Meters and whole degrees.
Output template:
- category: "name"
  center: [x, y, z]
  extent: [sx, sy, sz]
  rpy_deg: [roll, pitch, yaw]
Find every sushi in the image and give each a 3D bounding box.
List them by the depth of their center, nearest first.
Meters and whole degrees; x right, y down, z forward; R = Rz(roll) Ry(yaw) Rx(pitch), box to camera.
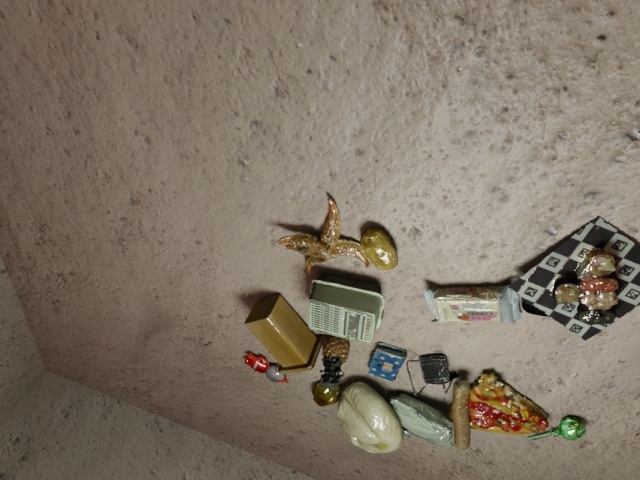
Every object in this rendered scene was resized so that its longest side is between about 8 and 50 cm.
- category: "sushi"
  center: [0.808, 0.147, 1.342]
  extent: [0.320, 0.069, 0.339]
  rpy_deg: [36, 122, -5]

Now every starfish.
- category: "starfish"
  center: [-0.019, 0.014, 1.594]
  extent: [0.293, 0.084, 0.301]
  rpy_deg: [-15, 128, 30]

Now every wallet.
- category: "wallet"
  center: [0.285, 0.533, 1.973]
  extent: [0.141, 0.059, 0.202]
  rpy_deg: [18, 135, 7]

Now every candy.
- category: "candy"
  center: [1.014, 0.843, 1.975]
  extent: [0.097, 0.097, 0.323]
  rpy_deg: [26, 143, -3]

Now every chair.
- category: "chair"
  center: [0.477, 0.544, 1.884]
  extent: [0.140, 0.221, 0.145]
  rpy_deg: [-16, 81, 33]

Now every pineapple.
- category: "pineapple"
  center: [0.051, 0.520, 1.919]
  extent: [0.128, 0.248, 0.128]
  rpy_deg: [9, 132, 9]

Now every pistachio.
- category: "pistachio"
  center: [0.024, 0.761, 2.256]
  extent: [0.189, 0.100, 0.110]
  rpy_deg: [-20, 98, 38]

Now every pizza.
- category: "pizza"
  center: [0.716, 0.706, 1.921]
  extent: [0.439, 0.130, 0.406]
  rpy_deg: [-7, 130, 27]

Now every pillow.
- category: "pillow"
  center: [0.469, 0.845, 2.099]
  extent: [0.310, 0.138, 0.283]
  rpy_deg: [17, 147, 33]

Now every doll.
- category: "doll"
  center: [-0.267, 0.649, 2.285]
  extent: [0.245, 0.076, 0.142]
  rpy_deg: [27, 136, 1]

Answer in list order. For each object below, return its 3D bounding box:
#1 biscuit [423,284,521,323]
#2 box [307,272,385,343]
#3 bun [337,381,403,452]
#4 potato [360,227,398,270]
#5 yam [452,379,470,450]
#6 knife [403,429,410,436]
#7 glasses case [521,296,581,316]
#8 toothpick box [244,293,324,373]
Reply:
- category: "biscuit"
  center: [0.529, 0.221, 1.578]
  extent: [0.309, 0.079, 0.186]
  rpy_deg: [-3, 132, 25]
- category: "box"
  center: [0.094, 0.252, 1.709]
  extent: [0.290, 0.166, 0.221]
  rpy_deg: [12, 134, 11]
- category: "bun"
  center: [0.213, 0.842, 2.109]
  extent: [0.365, 0.219, 0.365]
  rpy_deg: [42, 157, 23]
- category: "potato"
  center: [0.198, 0.030, 1.528]
  extent: [0.107, 0.080, 0.170]
  rpy_deg: [-4, 132, 41]
- category: "yam"
  center: [0.593, 0.728, 1.895]
  extent: [0.081, 0.081, 0.357]
  rpy_deg: [2, 117, 19]
- category: "knife"
  center: [0.407, 0.915, 2.136]
  extent: [0.028, 0.015, 0.210]
  rpy_deg: [17, 158, 22]
- category: "glasses case"
  center: [0.795, 0.202, 1.463]
  extent: [0.266, 0.067, 0.103]
  rpy_deg: [3, 126, 19]
- category: "toothpick box"
  center: [-0.160, 0.396, 1.939]
  extent: [0.190, 0.187, 0.308]
  rpy_deg: [-18, 119, 34]
